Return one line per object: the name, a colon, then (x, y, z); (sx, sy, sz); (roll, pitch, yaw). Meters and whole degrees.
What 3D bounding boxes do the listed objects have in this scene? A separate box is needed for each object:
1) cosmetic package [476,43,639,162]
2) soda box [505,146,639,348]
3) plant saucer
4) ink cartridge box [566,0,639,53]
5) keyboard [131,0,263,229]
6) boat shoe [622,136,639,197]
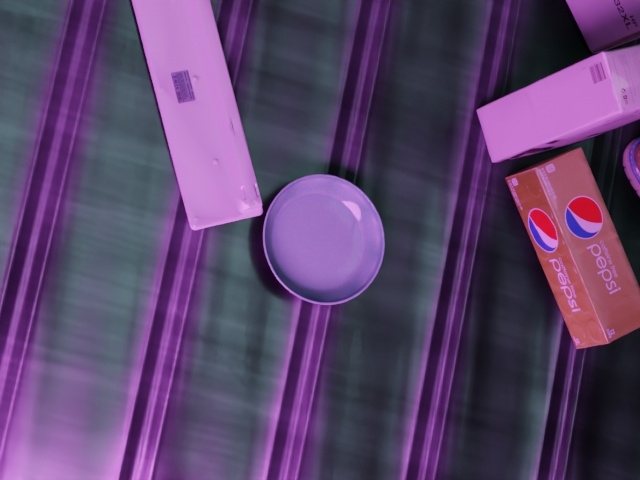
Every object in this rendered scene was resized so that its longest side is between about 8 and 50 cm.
cosmetic package: (0.243, -0.126, 1.739); (0.099, 0.239, 0.060); (-17, 88, -23)
soda box: (0.245, 0.008, 1.817); (0.058, 0.061, 0.181); (-25, 92, -24)
plant saucer: (0.000, 0.000, 1.738); (0.119, 0.021, 0.119); (3, 82, -23)
ink cartridge box: (0.362, -0.350, 1.879); (0.307, 0.129, 0.223); (-28, 94, -23)
keyboard: (-0.115, -0.140, 1.718); (0.072, 0.014, 0.256); (-14, 88, -19)
boat shoe: (0.365, -0.025, 1.868); (0.066, 0.066, 0.183); (-42, 99, -21)
